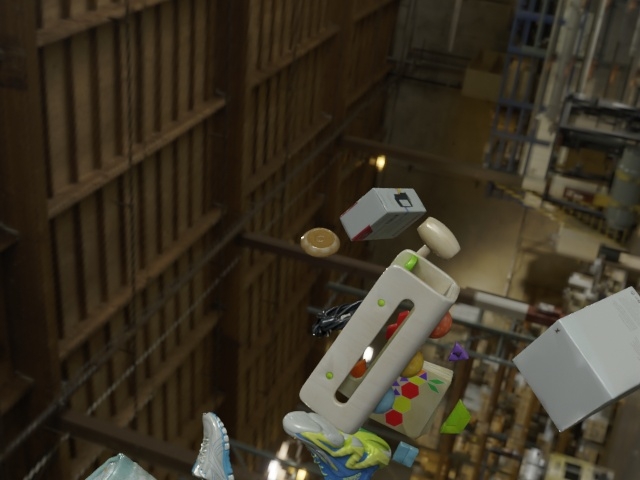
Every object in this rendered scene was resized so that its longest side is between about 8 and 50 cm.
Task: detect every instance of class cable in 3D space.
[{"bbox_3d":[0.060,0.141,1.694,0.047,0.150,0.184,65,-164,0],"label":"cable"}]

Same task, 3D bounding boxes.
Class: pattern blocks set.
[{"bbox_3d":[0.195,0.337,1.857,0.325,0.285,0.026,-55,4,19],"label":"pattern blocks set"}]

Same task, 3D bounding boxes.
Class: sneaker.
[{"bbox_3d":[0.018,0.419,1.636,0.126,0.240,0.091,-63,19,10],"label":"sneaker"},{"bbox_3d":[-0.237,0.463,1.800,0.071,0.082,0.191,-25,76,61],"label":"sneaker"}]

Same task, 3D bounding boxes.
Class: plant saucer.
[{"bbox_3d":[0.000,0.000,1.768,0.015,0.083,0.083,93,-161,-46],"label":"plant saucer"}]

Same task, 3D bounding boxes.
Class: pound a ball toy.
[{"bbox_3d":[0.124,0.136,1.347,0.319,0.135,0.208,-56,-6,17],"label":"pound a ball toy"}]

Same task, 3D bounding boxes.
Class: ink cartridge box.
[{"bbox_3d":[0.152,-0.063,2.048,0.127,0.072,0.175,-41,-22,33],"label":"ink cartridge box"}]

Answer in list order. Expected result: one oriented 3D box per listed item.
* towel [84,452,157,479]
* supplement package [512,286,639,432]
[{"bbox_3d":[-0.359,0.584,1.481,0.374,0.320,0.090,-42,20,11],"label":"towel"},{"bbox_3d":[0.622,0.266,1.905,0.262,0.199,0.198,-17,-25,-33],"label":"supplement package"}]
